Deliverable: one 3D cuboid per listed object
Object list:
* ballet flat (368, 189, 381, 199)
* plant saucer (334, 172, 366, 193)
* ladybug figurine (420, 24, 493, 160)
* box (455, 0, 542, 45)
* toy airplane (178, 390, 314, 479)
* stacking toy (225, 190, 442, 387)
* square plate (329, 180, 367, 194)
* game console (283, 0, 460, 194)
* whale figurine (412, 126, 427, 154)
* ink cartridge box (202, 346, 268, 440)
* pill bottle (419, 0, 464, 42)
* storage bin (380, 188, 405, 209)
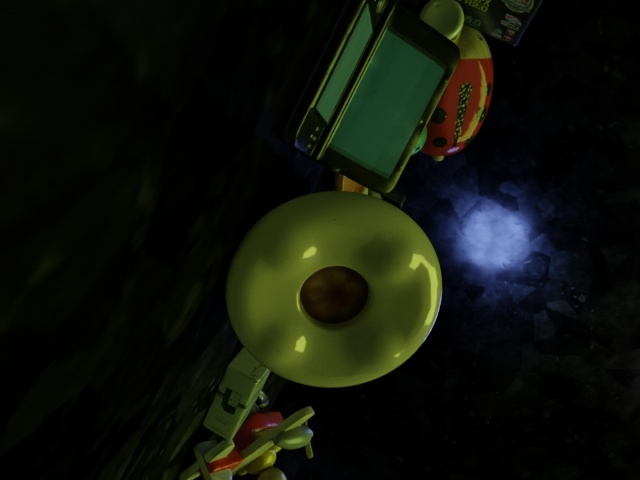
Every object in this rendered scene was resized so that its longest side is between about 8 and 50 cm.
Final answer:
[{"bbox_3d":[0.154,-0.022,2.186,0.482,0.164,0.181,98,-18,-65],"label":"ballet flat"},{"bbox_3d":[0.086,-0.188,1.423,0.200,0.037,0.199,-49,150,-42],"label":"plant saucer"},{"bbox_3d":[0.419,-0.460,1.800,0.162,0.306,0.448,-120,-154,-57],"label":"ladybug figurine"},{"bbox_3d":[0.460,-0.671,1.552,0.060,0.270,0.216,-62,174,-14],"label":"box"},{"bbox_3d":[-0.200,0.614,1.576,0.384,0.272,0.386,-36,175,-29],"label":"toy airplane"},{"bbox_3d":[0.010,0.016,1.094,0.480,0.351,0.350,-100,-147,-68],"label":"stacking toy"},{"bbox_3d":[0.042,-0.044,1.606,0.347,0.049,0.344,-60,163,-21],"label":"square plate"},{"bbox_3d":[0.096,-0.237,0.889,0.292,0.174,0.250,-64,174,6],"label":"game console"},{"bbox_3d":[0.221,-0.285,1.750,0.272,0.141,0.216,-53,158,19],"label":"whale figurine"},{"bbox_3d":[-0.200,0.373,1.429,0.208,0.087,0.153,-65,173,24],"label":"ink cartridge box"},{"bbox_3d":[0.330,-0.582,1.566,0.117,0.117,0.215,-63,174,7],"label":"pill bottle"},{"bbox_3d":[0.246,-0.160,2.344,0.084,0.180,0.122,-53,168,-53],"label":"storage bin"}]
